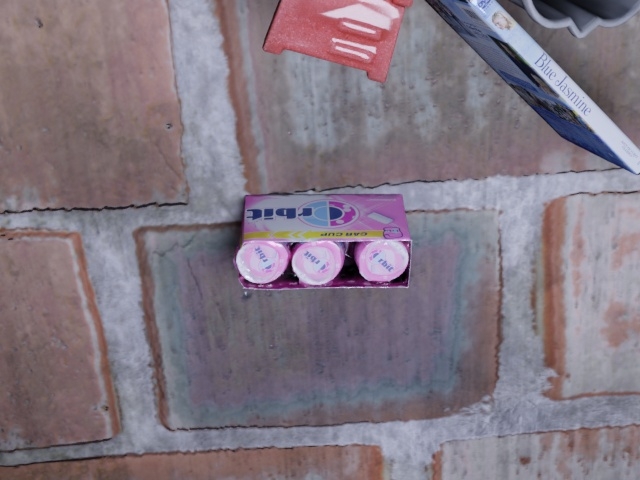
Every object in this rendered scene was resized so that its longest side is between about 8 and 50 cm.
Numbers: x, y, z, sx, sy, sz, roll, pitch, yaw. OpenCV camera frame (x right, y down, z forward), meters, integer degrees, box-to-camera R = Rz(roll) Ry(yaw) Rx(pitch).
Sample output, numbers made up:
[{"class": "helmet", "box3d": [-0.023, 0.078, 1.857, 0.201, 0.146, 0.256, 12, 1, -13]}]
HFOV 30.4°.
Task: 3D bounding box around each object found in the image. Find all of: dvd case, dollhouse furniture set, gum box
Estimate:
[{"class": "dvd case", "box3d": [0.201, -0.169, 1.159, 0.253, 0.180, 0.022, 40, 95, -21]}, {"class": "dollhouse furniture set", "box3d": [-0.101, -0.295, 1.067, 0.374, 0.201, 0.152, 15, 117, -11]}, {"class": "gum box", "box3d": [0.000, 0.000, 1.285, 0.188, 0.107, 0.062, 0, 119, -1]}]

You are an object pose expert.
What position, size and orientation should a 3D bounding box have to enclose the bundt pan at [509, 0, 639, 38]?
[{"class": "bundt pan", "box3d": [0.220, -0.354, 1.025, 0.331, 0.124, 0.331, -23, 128, -34]}]
